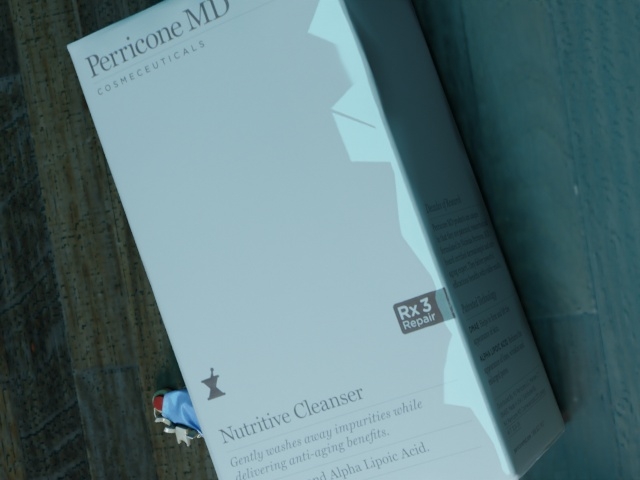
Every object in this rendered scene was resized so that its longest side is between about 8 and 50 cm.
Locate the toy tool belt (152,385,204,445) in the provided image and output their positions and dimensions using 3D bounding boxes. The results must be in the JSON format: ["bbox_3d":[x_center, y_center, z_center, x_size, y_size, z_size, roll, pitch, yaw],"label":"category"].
[{"bbox_3d":[-0.102,0.134,1.103,0.083,0.051,0.052,8,99,20],"label":"toy tool belt"}]

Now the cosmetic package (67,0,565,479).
[{"bbox_3d":[0.000,0.000,0.994,0.217,0.156,0.385,-23,89,23],"label":"cosmetic package"}]
